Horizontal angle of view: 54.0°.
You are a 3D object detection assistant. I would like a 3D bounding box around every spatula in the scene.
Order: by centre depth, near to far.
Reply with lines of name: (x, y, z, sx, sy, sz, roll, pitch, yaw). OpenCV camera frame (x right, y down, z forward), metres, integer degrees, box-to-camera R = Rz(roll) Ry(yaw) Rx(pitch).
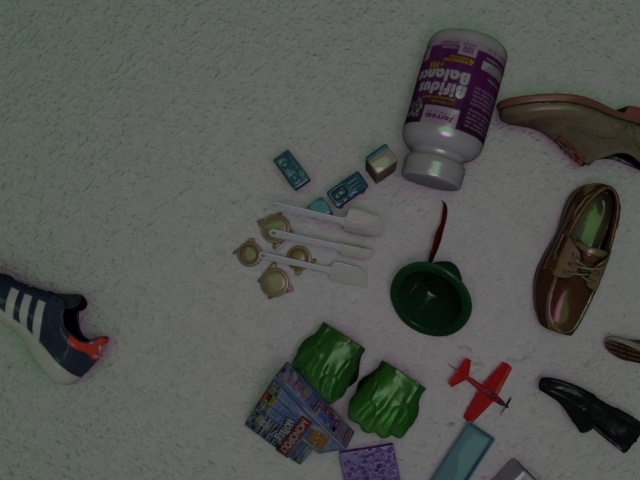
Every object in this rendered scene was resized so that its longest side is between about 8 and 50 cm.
spatula: (0.000, 0.000, 1.325, 0.242, 0.019, 0.168, 13, 115, -2)

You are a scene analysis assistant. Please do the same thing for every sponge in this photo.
sponge: (0.116, 0.536, 1.311, 0.117, 0.031, 0.210, -12, 85, 2)

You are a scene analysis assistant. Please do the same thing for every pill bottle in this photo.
pill bottle: (0.266, -0.262, 1.295, 0.169, 0.169, 0.301, 16, 86, 4)

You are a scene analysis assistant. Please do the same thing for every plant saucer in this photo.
plant saucer: (0.285, 0.474, 1.313, 0.067, 0.018, 0.192, 33, 87, 5)

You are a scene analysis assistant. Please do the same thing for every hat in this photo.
hat: (0.265, 0.073, 1.343, 0.173, 0.183, 0.208, 30, 129, 12)

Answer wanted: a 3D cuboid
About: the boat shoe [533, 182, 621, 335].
boat shoe: (0.525, 0.032, 1.281, 0.122, 0.120, 0.324, 15, 86, 5)

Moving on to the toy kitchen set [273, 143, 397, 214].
toy kitchen set: (0.030, -0.163, 1.324, 0.207, 0.122, 0.166, -36, 84, 0)

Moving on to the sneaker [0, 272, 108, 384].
sneaker: (-0.597, 0.138, 1.345, 0.148, 0.131, 0.350, -44, 90, -8)

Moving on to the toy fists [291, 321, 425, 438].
toy fists: (0.073, 0.297, 1.303, 0.279, 0.096, 0.142, 33, 81, 7)

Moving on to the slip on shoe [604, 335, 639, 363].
slip on shoe: (0.657, 0.224, 1.301, 0.135, 0.051, 0.041, 17, 47, 12)

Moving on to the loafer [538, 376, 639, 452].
loafer: (0.542, 0.352, 1.277, 0.223, 0.076, 0.078, 30, 80, 1)

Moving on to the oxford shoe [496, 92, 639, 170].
oxford shoe: (0.535, -0.222, 1.302, 0.348, 0.123, 0.130, 10, 92, 5)

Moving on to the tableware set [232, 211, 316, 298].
tableware set: (-0.099, 0.033, 1.368, 0.141, 0.020, 0.169, -39, 86, 1)

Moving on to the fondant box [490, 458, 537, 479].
fondant box: (0.431, 0.646, 1.252, 0.238, 0.096, 0.330, -45, 86, -1)

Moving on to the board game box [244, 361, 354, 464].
board game box: (-0.042, 0.376, 1.272, 0.194, 0.060, 0.194, 35, 121, 7)

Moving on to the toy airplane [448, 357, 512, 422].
toy airplane: (0.333, 0.304, 1.317, 0.151, 0.028, 0.151, 0, 87, 4)
